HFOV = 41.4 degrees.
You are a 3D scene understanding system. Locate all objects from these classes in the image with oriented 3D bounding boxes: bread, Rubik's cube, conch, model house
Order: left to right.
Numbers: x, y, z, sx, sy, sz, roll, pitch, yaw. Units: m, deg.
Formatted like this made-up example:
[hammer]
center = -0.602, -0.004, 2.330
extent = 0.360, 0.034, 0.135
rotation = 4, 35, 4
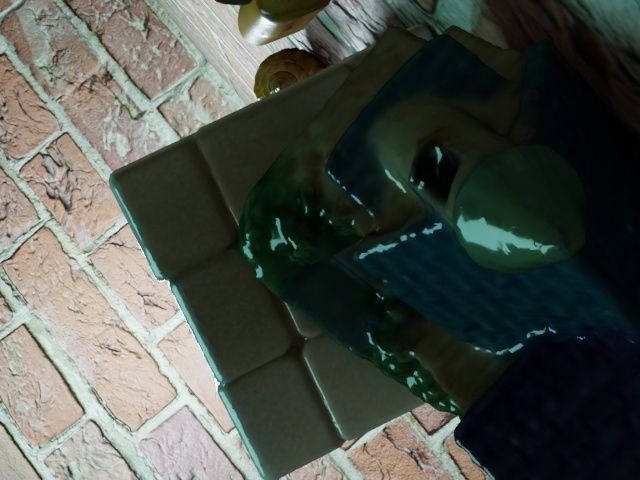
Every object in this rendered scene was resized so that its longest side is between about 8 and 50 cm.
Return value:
[bread]
center = -0.043, -0.269, 0.942
extent = 0.239, 0.092, 0.074
rotation = -147, 37, -78
[conch]
center = -0.033, -0.244, 1.266
extent = 0.330, 0.109, 0.093
rotation = -66, -22, -70
[Rubik's cube]
center = 0.000, 0.000, 0.885
extent = 0.316, 0.318, 0.322
rotation = 65, 174, -7
[model house]
center = 0.135, 0.041, 0.554
extent = 0.312, 0.245, 0.280
rotation = 40, -173, -32

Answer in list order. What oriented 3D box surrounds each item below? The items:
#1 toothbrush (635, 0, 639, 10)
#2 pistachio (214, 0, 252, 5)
[toothbrush]
center = 0.170, -0.103, 0.415
extent = 0.167, 0.014, 0.011
rotation = 49, 169, 13
[pistachio]
center = -0.119, -0.329, 0.800
extent = 0.223, 0.126, 0.152
rotation = 56, -138, -7
